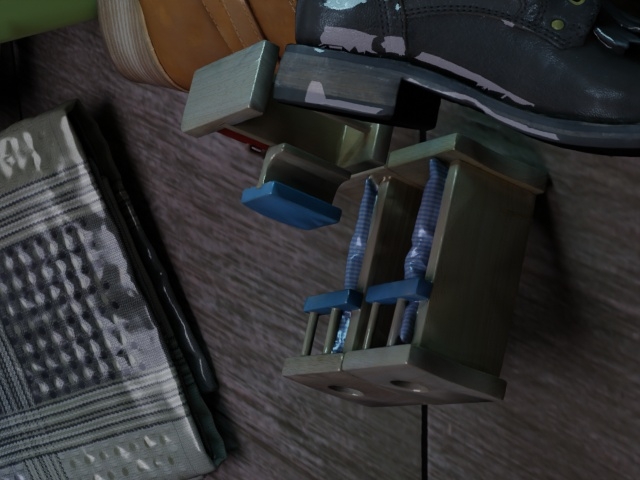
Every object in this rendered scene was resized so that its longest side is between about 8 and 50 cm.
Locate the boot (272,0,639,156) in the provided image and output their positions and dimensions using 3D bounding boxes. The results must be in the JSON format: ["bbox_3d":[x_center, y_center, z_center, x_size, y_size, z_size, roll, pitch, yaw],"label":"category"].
[{"bbox_3d":[0.097,-0.159,0.737,0.263,0.091,0.229,9,92,11],"label":"boot"}]

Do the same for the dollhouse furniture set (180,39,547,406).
[{"bbox_3d":[0.000,0.000,0.865,0.129,0.184,0.129,-13,59,57],"label":"dollhouse furniture set"}]

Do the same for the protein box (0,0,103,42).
[{"bbox_3d":[-0.239,-0.204,1.109,0.201,0.200,0.136,5,111,54],"label":"protein box"}]

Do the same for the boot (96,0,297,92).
[{"bbox_3d":[-0.080,-0.219,0.960,0.220,0.109,0.283,5,110,52],"label":"boot"}]

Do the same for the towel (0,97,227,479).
[{"bbox_3d":[-0.235,0.074,1.317,0.324,0.056,0.312,-19,94,37],"label":"towel"}]
